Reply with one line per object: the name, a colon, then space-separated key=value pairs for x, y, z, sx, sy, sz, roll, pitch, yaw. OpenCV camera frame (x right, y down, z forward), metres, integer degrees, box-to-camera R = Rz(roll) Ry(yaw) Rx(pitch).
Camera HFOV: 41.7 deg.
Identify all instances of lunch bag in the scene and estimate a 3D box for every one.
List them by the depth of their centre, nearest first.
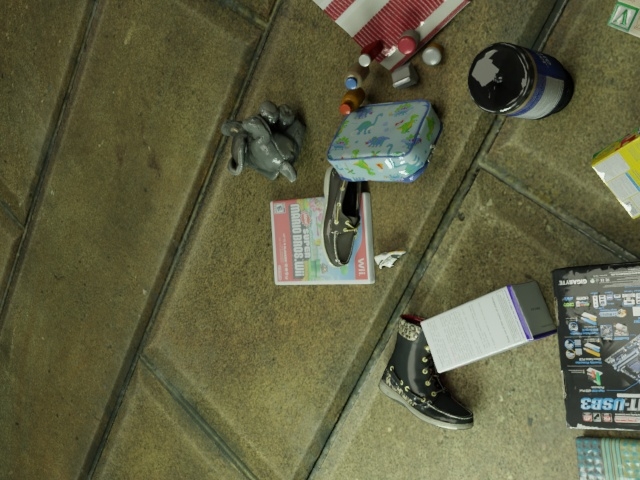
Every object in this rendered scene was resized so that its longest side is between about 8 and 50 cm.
lunch bag: x=0.136 y=-0.207 z=1.740 sx=0.219 sy=0.090 sz=0.176 roll=1 pitch=54 yaw=38

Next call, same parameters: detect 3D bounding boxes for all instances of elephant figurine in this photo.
elephant figurine: x=-0.151 y=-0.216 z=1.995 sx=0.169 sy=0.186 sz=0.239 roll=41 pitch=141 yaw=-19

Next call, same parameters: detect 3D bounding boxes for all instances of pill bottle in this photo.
pill bottle: x=0.366 y=-0.279 z=1.502 sx=0.122 sy=0.219 sz=0.123 roll=3 pitch=95 yaw=39

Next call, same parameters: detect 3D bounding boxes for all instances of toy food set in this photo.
toy food set: x=0.132 y=-0.350 z=1.726 sx=0.232 sy=0.104 sz=0.111 roll=-20 pitch=111 yaw=26

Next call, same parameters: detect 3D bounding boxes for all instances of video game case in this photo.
video game case: x=0.000 y=0.000 z=1.944 sx=0.285 sy=0.025 sz=0.204 roll=-3 pitch=90 yaw=39

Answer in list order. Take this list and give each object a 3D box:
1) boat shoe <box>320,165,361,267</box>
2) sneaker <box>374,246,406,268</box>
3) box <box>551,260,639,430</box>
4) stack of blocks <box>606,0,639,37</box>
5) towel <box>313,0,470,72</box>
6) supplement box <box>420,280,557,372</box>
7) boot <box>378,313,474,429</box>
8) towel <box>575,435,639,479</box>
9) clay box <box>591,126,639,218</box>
boat shoe: x=0.050 y=-0.053 z=1.830 sx=0.068 sy=0.081 sz=0.228 roll=0 pitch=90 yaw=43
sneaker: x=0.157 y=0.039 z=1.818 sx=0.083 sy=0.032 sz=0.037 roll=-18 pitch=95 yaw=43
box: x=0.564 y=0.182 z=1.461 sx=0.295 sy=0.073 sz=0.293 roll=-8 pitch=88 yaw=38
stack of blocks: x=0.630 y=-0.337 z=1.369 sx=0.297 sy=0.087 sz=0.171 roll=35 pitch=114 yaw=33
towel: x=0.109 y=-0.527 z=1.705 sx=0.329 sy=0.037 sz=0.237 roll=41 pitch=125 yaw=-14
supplement box: x=0.324 y=0.169 z=1.632 sx=0.220 sy=0.111 sz=0.114 roll=-30 pitch=74 yaw=36
boot: x=0.228 y=0.269 z=1.728 sx=0.236 sy=0.085 sz=0.179 roll=24 pitch=108 yaw=42
towel: x=0.631 y=0.480 z=1.448 sx=0.370 sy=0.040 sz=0.271 roll=-6 pitch=88 yaw=41
clay box: x=0.586 y=-0.145 z=1.406 sx=0.222 sy=0.053 sz=0.127 roll=-34 pitch=103 yaw=34
